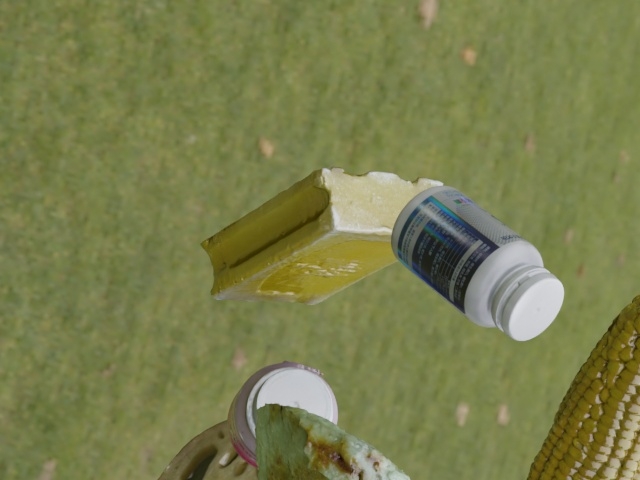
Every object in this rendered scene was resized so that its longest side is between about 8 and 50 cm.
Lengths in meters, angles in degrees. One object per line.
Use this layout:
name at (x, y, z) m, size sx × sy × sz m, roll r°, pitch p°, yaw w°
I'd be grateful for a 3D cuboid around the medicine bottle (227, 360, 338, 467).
medicine bottle at (-0.050, 0.238, 2.012) m, size 0.247 × 0.147 × 0.147 m, roll 121°, pitch -10°, yaw -76°

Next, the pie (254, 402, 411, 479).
pie at (0.022, 0.264, 1.465) m, size 0.105 × 0.274 × 0.257 m, roll -39°, pitch 100°, yaw -26°

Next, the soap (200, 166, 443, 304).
soap at (0.000, 0.000, 1.965) m, size 0.199 × 0.315 × 0.091 m, roll 6°, pitch 68°, yaw -35°

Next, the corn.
corn at (0.241, 0.147, 1.214) m, size 0.097 × 0.097 × 0.262 m, roll -27°, pitch 142°, yaw -59°

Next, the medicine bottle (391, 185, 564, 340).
medicine bottle at (0.173, 0.026, 1.624) m, size 0.107 × 0.191 × 0.107 m, roll -24°, pitch 134°, yaw -28°

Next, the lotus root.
lotus root at (-0.164, 0.451, 2.486) m, size 0.390 × 0.375 × 0.111 m, roll -81°, pitch 151°, yaw -55°
